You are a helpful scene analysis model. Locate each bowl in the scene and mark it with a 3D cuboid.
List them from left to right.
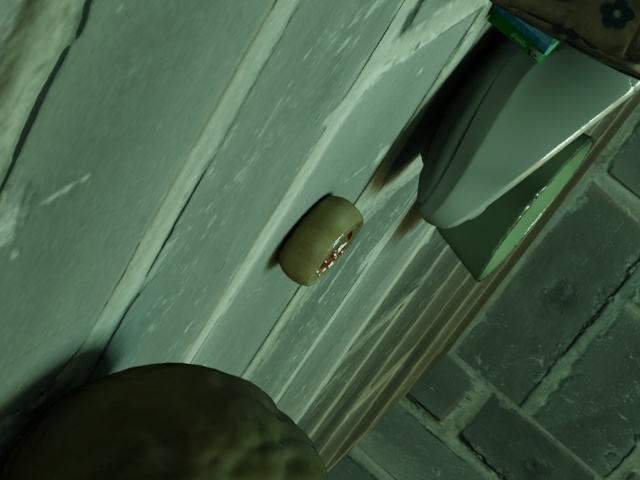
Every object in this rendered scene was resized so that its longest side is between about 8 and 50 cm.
[{"bbox_3d":[0.203,-0.066,1.894,0.211,0.112,0.211,-48,171,-9],"label":"bowl"}]

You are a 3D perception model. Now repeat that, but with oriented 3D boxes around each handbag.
[{"bbox_3d":[0.245,-0.227,1.271,0.193,0.190,0.251,-65,166,10],"label":"handbag"}]

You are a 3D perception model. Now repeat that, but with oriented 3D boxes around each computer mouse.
[{"bbox_3d":[0.194,-0.136,1.564,0.297,0.121,0.184,-36,-175,11],"label":"computer mouse"}]

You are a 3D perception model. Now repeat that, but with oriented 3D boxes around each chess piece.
[{"bbox_3d":[0.000,0.000,1.432,0.083,0.038,0.083,-47,172,-9],"label":"chess piece"}]

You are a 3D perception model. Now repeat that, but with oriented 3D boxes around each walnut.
[{"bbox_3d":[-0.115,0.204,1.133,0.248,0.248,0.248,-48,171,-11],"label":"walnut"}]

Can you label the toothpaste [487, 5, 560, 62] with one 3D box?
[{"bbox_3d":[0.254,-0.267,1.488,0.266,0.065,0.050,-46,174,-24],"label":"toothpaste"}]
